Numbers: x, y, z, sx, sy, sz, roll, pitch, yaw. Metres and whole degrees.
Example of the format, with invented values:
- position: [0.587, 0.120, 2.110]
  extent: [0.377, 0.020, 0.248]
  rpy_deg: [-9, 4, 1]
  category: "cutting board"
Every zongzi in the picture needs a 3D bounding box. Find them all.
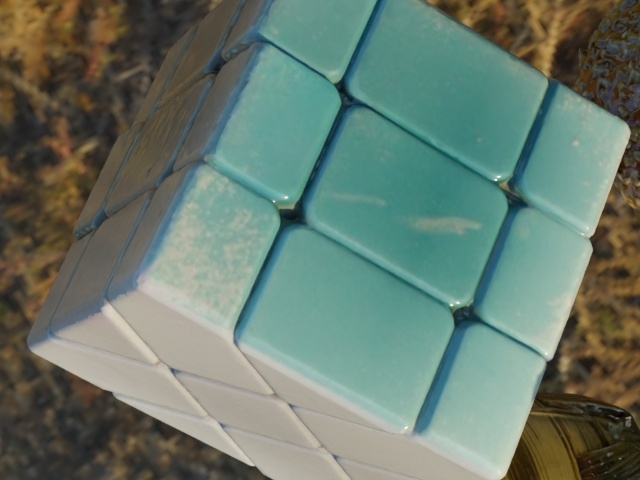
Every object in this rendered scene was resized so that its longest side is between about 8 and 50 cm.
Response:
- position: [0.136, 0.157, 1.765]
  extent: [0.288, 0.286, 0.134]
  rpy_deg: [59, 149, 30]
  category: "zongzi"

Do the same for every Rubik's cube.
- position: [0.000, 0.000, 1.480]
  extent: [0.322, 0.316, 0.319]
  rpy_deg: [31, 159, -15]
  category: "Rubik's cube"

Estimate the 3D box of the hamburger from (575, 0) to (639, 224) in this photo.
- position: [0.422, -0.129, 1.826]
  extent: [0.330, 0.330, 0.250]
  rpy_deg: [6, 149, 38]
  category: "hamburger"
